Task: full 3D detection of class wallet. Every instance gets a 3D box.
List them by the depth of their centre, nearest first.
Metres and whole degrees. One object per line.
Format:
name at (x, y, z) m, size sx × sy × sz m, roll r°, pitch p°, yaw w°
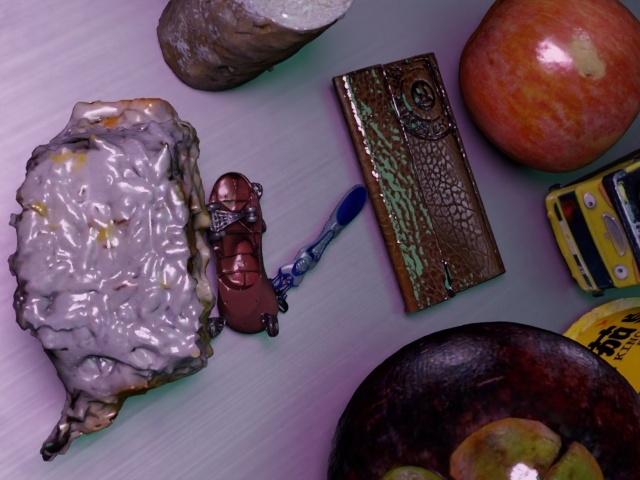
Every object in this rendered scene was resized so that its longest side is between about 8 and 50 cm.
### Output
wallet at (0.103, -0.062, 1.060) m, size 0.133 × 0.039 × 0.243 m, roll -19°, pitch 91°, yaw -32°

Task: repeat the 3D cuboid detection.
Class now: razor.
razor at (0.002, 0.000, 1.010) m, size 0.044 × 0.028 × 0.154 m, roll 47°, pitch 66°, yaw -13°

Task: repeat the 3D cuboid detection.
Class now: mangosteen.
mangosteen at (0.157, 0.220, 0.897) m, size 0.300 × 0.300 × 0.300 m, roll 4°, pitch 81°, yaw -26°

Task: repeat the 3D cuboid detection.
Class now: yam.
yam at (-0.057, -0.200, 0.917) m, size 0.107 × 0.194 × 0.107 m, roll 5°, pitch 81°, yaw -29°

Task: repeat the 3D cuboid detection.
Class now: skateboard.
skateboard at (-0.068, 0.012, 0.952) m, size 0.067 × 0.080 × 0.151 m, roll -2°, pitch 98°, yaw 11°

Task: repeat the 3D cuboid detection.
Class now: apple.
apple at (0.230, -0.169, 1.060) m, size 0.174 × 0.188 × 0.188 m, roll 36°, pitch 68°, yaw -6°

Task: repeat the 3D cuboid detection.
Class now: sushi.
sushi at (-0.154, 0.024, 0.830) m, size 0.139 × 0.184 × 0.274 m, roll -6°, pitch 88°, yaw 1°

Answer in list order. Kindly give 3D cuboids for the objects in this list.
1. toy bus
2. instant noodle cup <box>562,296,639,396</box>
toy bus at (0.370, -0.043, 1.131) m, size 0.262 × 0.150 × 0.128 m, roll -24°, pitch 93°, yaw -32°
instant noodle cup at (0.405, 0.210, 1.047) m, size 0.325 × 0.254 × 0.325 m, roll 3°, pitch 84°, yaw -24°
